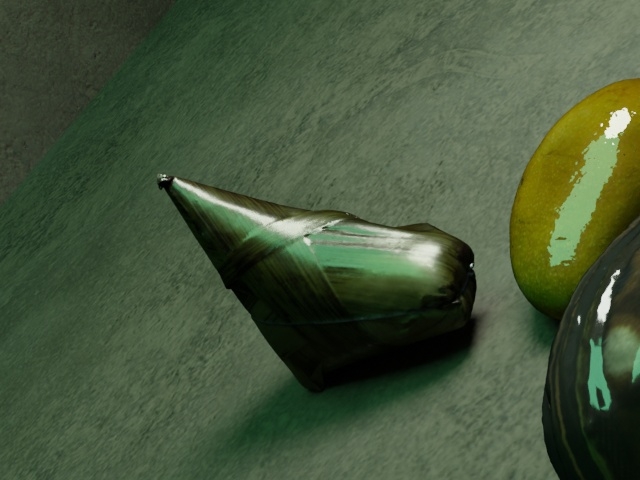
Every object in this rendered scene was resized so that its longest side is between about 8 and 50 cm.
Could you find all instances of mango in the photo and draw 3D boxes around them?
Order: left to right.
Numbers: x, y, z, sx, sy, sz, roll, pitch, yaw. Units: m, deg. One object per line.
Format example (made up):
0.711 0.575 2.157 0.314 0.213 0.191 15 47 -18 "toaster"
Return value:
0.220 -0.037 0.992 0.136 0.099 0.227 2 54 50 "mango"

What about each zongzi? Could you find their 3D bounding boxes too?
0.000 0.000 1.069 0.221 0.242 0.112 -24 21 42 "zongzi"

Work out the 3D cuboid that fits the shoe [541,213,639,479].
0.295 0.012 0.668 0.384 0.171 0.237 -45 17 -33 "shoe"
